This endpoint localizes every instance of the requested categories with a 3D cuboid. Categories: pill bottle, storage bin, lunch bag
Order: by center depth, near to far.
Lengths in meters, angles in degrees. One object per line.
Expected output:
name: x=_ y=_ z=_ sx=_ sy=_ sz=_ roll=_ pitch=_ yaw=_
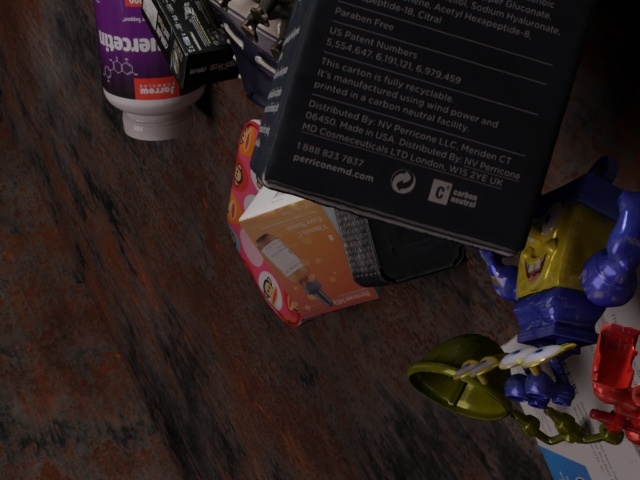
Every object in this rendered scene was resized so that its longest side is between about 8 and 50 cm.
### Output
storage bin: x=0.091 y=-0.040 z=1.537 sx=0.084 sy=0.122 sz=0.180 roll=-11 pitch=94 yaw=67
lunch bag: x=-0.028 y=-0.019 z=1.810 sx=0.258 sy=0.120 sz=0.293 roll=55 pitch=149 yaw=31
pill bottle: x=-0.292 y=-0.343 z=2.133 sx=0.181 sy=0.182 sz=0.322 roll=41 pitch=140 yaw=52

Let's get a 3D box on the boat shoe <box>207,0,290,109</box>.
boat shoe: x=-0.105 y=-0.302 z=1.803 sx=0.340 sy=0.127 sz=0.158 roll=46 pitch=136 yaw=47

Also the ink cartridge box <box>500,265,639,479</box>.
ink cartridge box: x=0.317 y=0.133 z=1.128 sx=0.223 sy=0.129 sz=0.307 roll=69 pitch=155 yaw=18

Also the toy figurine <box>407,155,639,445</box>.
toy figurine: x=0.220 y=0.042 z=1.034 sx=0.362 sy=0.191 sz=0.217 roll=144 pitch=144 yaw=-73

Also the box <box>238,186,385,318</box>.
box: x=0.000 y=0.000 z=1.628 sx=0.130 sy=0.091 sz=0.170 roll=-19 pitch=115 yaw=34

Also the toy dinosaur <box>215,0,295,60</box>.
toy dinosaur: x=-0.041 y=-0.334 z=1.613 sx=0.313 sy=0.160 sz=0.121 roll=34 pitch=162 yaw=52

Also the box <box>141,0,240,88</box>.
box: x=-0.179 y=-0.336 z=1.929 sx=0.180 sy=0.147 sz=0.077 roll=60 pitch=153 yaw=28

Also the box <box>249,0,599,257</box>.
box: x=0.094 y=-0.213 z=1.040 sx=0.293 sy=0.212 sz=0.395 roll=-127 pitch=52 yaw=-82
